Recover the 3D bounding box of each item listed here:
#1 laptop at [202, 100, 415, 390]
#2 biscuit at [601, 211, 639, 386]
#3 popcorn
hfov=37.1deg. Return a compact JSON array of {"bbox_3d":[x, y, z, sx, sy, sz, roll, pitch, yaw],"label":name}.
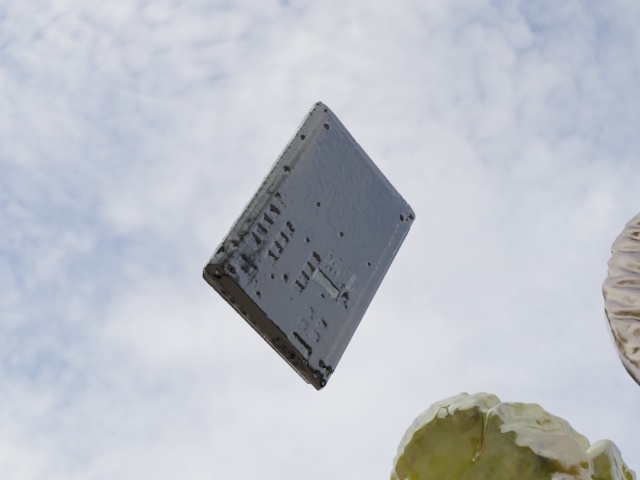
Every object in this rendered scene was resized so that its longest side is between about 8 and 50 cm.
[{"bbox_3d":[0.000,0.000,0.691,0.016,0.180,0.129,-14,-53,46],"label":"laptop"},{"bbox_3d":[0.246,0.013,0.383,0.262,0.262,0.037,-12,-62,22],"label":"biscuit"},{"bbox_3d":[0.117,0.204,0.656,0.168,0.195,0.173,23,-14,14],"label":"popcorn"}]
